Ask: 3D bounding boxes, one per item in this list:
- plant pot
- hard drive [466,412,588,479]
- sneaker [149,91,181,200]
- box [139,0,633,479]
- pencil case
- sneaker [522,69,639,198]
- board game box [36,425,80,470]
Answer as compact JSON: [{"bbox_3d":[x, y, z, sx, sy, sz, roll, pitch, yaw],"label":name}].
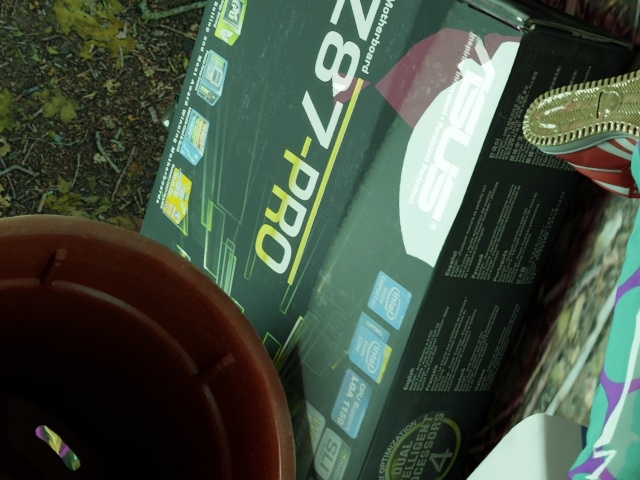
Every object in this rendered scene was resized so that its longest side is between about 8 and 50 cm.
[{"bbox_3d":[-0.192,0.157,0.842,0.265,0.272,0.273,-40,35,58],"label":"plant pot"},{"bbox_3d":[0.069,0.267,0.610,0.210,0.040,0.319,120,162,-47],"label":"hard drive"},{"bbox_3d":[-0.068,-0.122,1.183,0.109,0.130,0.286,-122,51,-78],"label":"sneaker"},{"bbox_3d":[0.000,0.000,0.877,0.318,0.097,0.395,39,116,47],"label":"box"},{"bbox_3d":[0.143,0.036,0.531,0.070,0.064,0.152,-5,68,61],"label":"pencil case"},{"bbox_3d":[0.163,-0.050,0.640,0.118,0.067,0.042,1,70,47],"label":"sneaker"},{"bbox_3d":[-0.222,0.177,1.416,0.066,0.318,0.318,122,160,-49],"label":"board game box"}]
